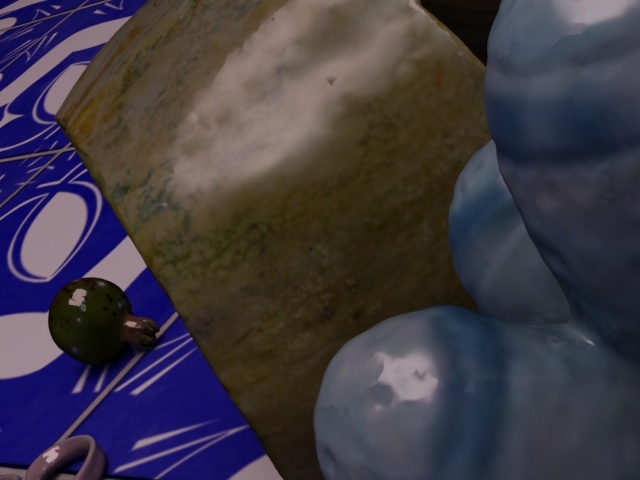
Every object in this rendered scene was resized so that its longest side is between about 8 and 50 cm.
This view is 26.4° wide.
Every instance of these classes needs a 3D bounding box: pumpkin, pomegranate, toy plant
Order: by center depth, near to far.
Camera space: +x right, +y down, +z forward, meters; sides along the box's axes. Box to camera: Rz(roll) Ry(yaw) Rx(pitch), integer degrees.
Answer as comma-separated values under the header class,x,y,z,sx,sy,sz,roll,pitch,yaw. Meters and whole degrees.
class,x,y,z,sx,sy,sz,roll,pitch,yaw
toy plant,0.136,0.057,0.427,0.247,0.332,0.247,-24,23,11
pumpkin,0.000,0.000,0.727,0.199,0.332,0.332,-41,26,-7
pomegranate,-0.173,0.061,1.072,0.085,0.073,0.073,-14,29,32

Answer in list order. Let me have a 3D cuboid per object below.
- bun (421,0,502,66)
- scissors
class,x,y,z,sx,sy,sz,roll,pitch,yaw
bun,0.157,-0.214,0.709,0.326,0.362,0.234,-17,69,20
scissors,-0.187,0.202,0.863,0.118,0.030,0.242,-30,20,0
